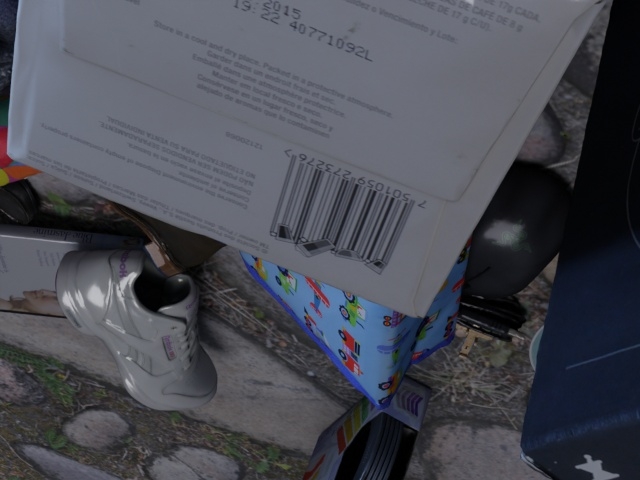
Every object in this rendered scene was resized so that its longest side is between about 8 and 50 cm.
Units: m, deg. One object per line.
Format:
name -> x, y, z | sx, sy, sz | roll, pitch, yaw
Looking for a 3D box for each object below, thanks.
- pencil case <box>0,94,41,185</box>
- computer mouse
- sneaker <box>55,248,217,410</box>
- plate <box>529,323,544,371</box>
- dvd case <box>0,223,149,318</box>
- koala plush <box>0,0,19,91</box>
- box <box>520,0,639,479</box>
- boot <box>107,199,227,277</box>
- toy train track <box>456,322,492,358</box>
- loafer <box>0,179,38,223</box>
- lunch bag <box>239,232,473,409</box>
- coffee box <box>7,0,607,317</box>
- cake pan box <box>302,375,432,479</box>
pencil case -> -0.379, -0.101, 1.384 | 0.236, 0.104, 0.104 | -14, 134, 17
computer mouse -> 0.176, 0.023, 1.340 | 0.188, 0.072, 0.272 | 25, 144, -4
sneaker -> -0.198, 0.118, 1.579 | 0.152, 0.114, 0.305 | -12, 138, 26
plate -> 0.324, 0.117, 1.384 | 0.188, 0.024, 0.188 | 5, 140, 4
dvd case -> -0.315, 0.048, 1.626 | 0.253, 0.022, 0.180 | 5, 142, 4
koala plush -> -0.374, -0.183, 1.220 | 0.196, 0.221, 0.203 | -17, 129, 42
box -> 0.424, -0.046, 0.784 | 0.297, 0.472, 0.480 | 38, 142, -22
boot -> -0.176, -0.060, 1.430 | 0.106, 0.082, 0.219 | -20, 127, 15
toy train track -> 0.179, 0.123, 1.517 | 0.048, 0.014, 0.083 | 19, 145, 4
loafer -> -0.411, -0.071, 1.520 | 0.062, 0.061, 0.170 | -13, 133, 37
lunch bag -> 0.000, 0.000, 1.323 | 0.293, 0.138, 0.221 | 35, 148, 23
coffee box -> 0.009, -0.213, 0.892 | 0.337, 0.334, 0.338 | 22, 143, 0
cake pan box -> 0.038, 0.325, 1.653 | 0.070, 0.246, 0.267 | 28, 144, -10
